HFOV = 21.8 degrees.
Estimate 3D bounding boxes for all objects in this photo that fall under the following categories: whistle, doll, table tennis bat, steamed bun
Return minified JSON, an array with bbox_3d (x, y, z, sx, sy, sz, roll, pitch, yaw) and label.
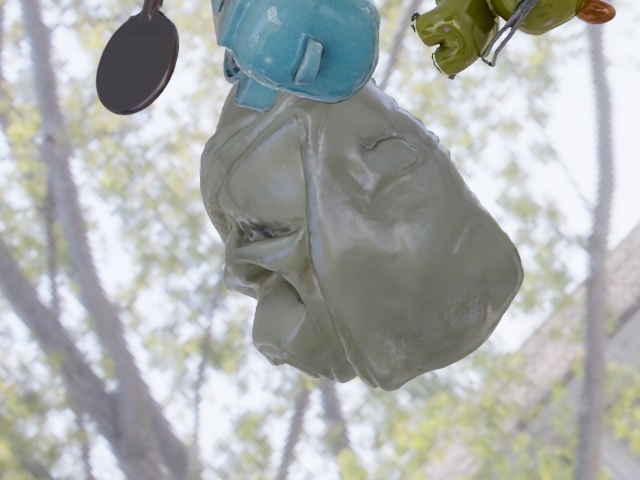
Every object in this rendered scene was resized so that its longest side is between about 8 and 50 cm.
[{"bbox_3d":[-0.024,-0.160,0.986,0.274,0.093,0.186,-103,33,-57],"label":"whistle"},{"bbox_3d":[0.218,-0.272,1.825,0.221,0.143,0.135,-21,19,35],"label":"doll"},{"bbox_3d":[-0.207,-0.221,1.633,0.119,0.107,0.170,29,-111,-48],"label":"table tennis bat"},{"bbox_3d":[0.004,0.000,1.541,0.219,0.324,0.310,-41,15,-17],"label":"steamed bun"}]
